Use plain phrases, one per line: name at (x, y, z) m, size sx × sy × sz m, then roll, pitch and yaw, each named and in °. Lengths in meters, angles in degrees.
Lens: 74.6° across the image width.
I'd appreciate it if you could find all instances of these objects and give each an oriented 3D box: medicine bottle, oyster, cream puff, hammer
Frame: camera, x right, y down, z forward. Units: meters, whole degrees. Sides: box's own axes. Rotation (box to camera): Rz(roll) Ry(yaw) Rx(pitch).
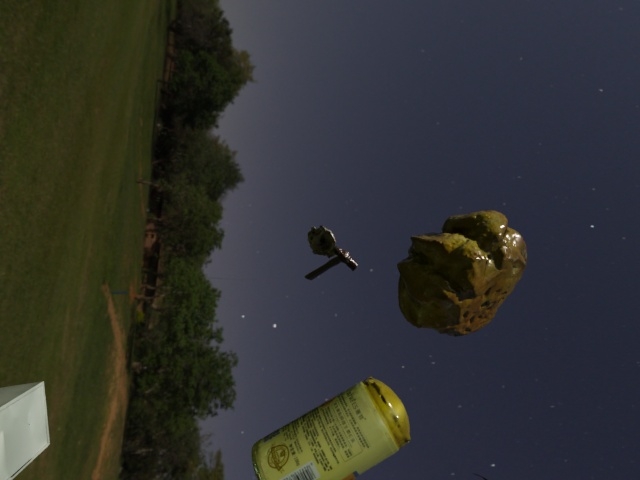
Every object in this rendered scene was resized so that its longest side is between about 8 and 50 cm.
medicine bottle at (0.023, 0.310, 0.646) m, size 0.124 × 0.239 × 0.124 m, roll 61°, pitch -8°, yaw 14°
oyster at (-0.002, -0.002, 1.391) m, size 0.166 × 0.053 × 0.108 m, roll 2°, pitch -63°, yaw 51°
cream puff at (0.250, 0.060, 0.759) m, size 0.196 × 0.244 × 0.244 m, roll 8°, pitch -89°, yaw 47°
hammer at (0.013, 0.064, 0.928) m, size 0.178 × 0.065 × 0.021 m, roll -36°, pitch -162°, yaw 51°

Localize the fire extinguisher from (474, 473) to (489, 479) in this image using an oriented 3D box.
fire extinguisher at (0.374, 0.690, 0.889) m, size 0.136 × 0.114 × 0.337 m, roll -14°, pitch -133°, yaw 40°

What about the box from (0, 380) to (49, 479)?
box at (-0.571, 0.346, 0.724) m, size 0.225 × 0.086 × 0.129 m, roll 170°, pitch -86°, yaw -81°
